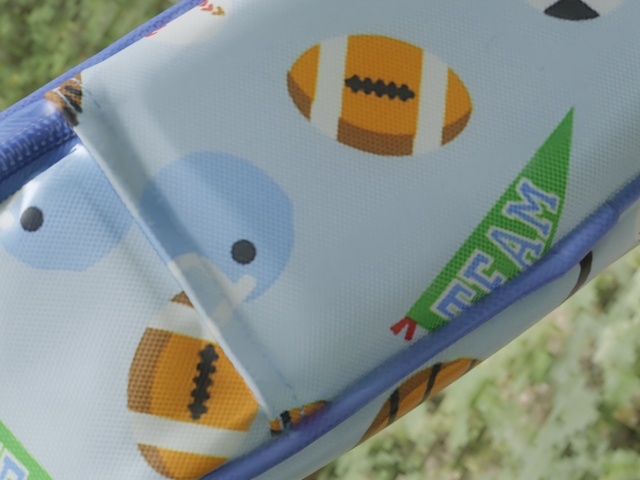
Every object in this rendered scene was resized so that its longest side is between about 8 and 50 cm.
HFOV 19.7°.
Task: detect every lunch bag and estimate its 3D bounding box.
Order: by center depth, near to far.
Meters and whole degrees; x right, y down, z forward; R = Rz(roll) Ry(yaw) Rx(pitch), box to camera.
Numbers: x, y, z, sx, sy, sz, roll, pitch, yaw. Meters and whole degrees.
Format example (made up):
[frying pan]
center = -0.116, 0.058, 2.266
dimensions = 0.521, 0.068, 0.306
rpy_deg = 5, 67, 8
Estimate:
[lunch bag]
center = 0.000, 0.000, 0.518
dimensions = 0.303, 0.115, 0.243
rpy_deg = -32, -8, -20
